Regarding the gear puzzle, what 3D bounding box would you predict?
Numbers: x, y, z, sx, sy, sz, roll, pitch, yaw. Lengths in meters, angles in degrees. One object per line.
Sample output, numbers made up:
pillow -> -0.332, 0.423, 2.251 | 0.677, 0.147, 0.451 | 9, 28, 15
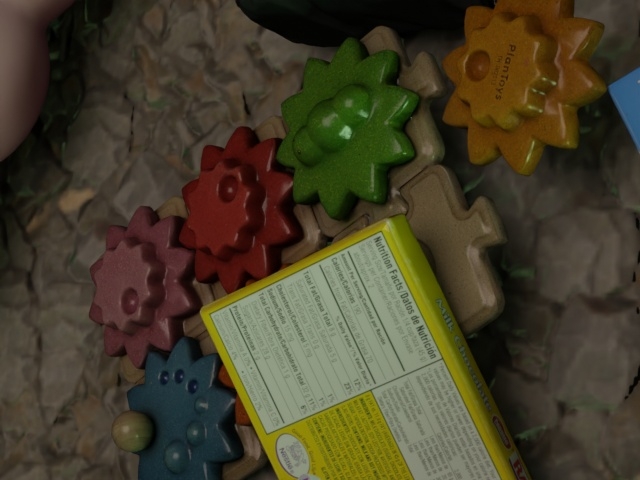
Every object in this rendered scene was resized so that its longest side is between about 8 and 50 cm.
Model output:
gear puzzle -> 0.000, 0.000, 0.717 | 0.339, 0.044, 0.175 | -37, 60, 33

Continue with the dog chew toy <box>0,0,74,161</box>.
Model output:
dog chew toy -> -0.249, -0.095, 0.856 | 0.206, 0.206, 0.332 | 37, 90, 33

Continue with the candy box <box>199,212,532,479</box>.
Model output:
candy box -> 0.034, 0.101, 0.673 | 0.105, 0.027, 0.206 | -25, 89, 23

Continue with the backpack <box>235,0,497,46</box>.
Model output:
backpack -> 0.030, -0.197, 0.749 | 0.152, 0.115, 0.182 | 1, 75, 35

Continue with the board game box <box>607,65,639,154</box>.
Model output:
board game box -> 0.283, 0.034, 0.549 | 0.233, 0.078, 0.347 | -32, 63, 22
